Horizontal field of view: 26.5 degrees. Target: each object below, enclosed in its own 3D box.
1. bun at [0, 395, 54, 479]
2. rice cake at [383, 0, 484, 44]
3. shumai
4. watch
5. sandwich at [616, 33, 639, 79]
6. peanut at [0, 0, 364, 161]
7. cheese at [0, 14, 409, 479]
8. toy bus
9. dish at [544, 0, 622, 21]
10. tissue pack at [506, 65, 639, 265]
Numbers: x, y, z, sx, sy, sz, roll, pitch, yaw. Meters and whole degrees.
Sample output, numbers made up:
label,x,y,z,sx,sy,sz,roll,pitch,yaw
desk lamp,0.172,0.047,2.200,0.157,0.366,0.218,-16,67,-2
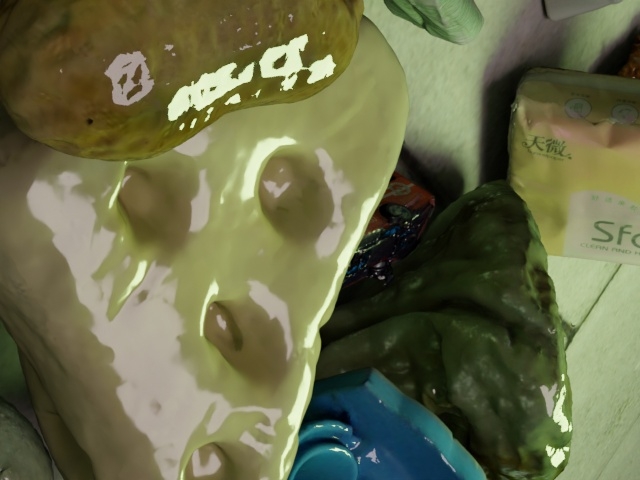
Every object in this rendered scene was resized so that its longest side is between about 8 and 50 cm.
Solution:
label,x,y,z,sx,sy,sz,roll,pitch,yaw
bun,-0.260,0.195,0.879,0.221,0.108,0.221,-36,143,-33
rice cake,0.070,-0.179,0.960,0.042,0.080,0.222,-61,169,5
shumai,0.082,0.099,1.252,0.263,0.304,0.309,-10,148,1
watch,0.008,0.286,1.066,0.241,0.305,0.274,-27,-162,29
sandwich,0.359,-0.147,1.473,0.184,0.109,0.160,-13,130,-51
peanut,-0.071,-0.107,0.737,0.236,0.110,0.120,-18,123,-42
cheese,-0.056,0.012,0.910,0.328,0.129,0.351,-37,123,-28
toy bus,0.000,0.000,1.092,0.235,0.096,0.074,-21,137,-47
dish,0.300,-0.314,1.274,0.234,0.064,0.154,-47,148,-21
tissue pack,0.312,-0.070,1.337,0.215,0.256,0.123,86,18,-45
